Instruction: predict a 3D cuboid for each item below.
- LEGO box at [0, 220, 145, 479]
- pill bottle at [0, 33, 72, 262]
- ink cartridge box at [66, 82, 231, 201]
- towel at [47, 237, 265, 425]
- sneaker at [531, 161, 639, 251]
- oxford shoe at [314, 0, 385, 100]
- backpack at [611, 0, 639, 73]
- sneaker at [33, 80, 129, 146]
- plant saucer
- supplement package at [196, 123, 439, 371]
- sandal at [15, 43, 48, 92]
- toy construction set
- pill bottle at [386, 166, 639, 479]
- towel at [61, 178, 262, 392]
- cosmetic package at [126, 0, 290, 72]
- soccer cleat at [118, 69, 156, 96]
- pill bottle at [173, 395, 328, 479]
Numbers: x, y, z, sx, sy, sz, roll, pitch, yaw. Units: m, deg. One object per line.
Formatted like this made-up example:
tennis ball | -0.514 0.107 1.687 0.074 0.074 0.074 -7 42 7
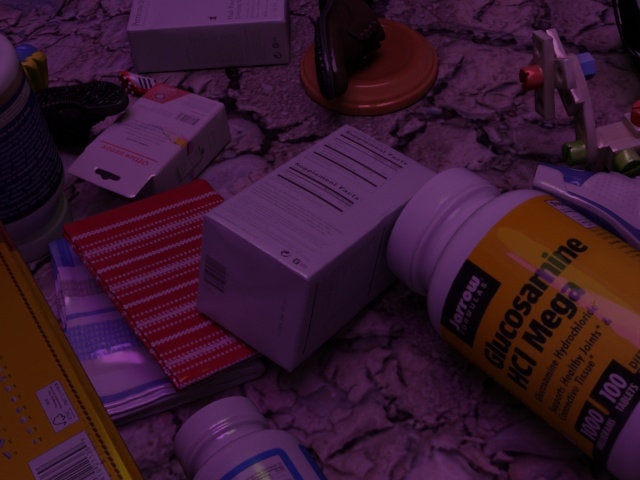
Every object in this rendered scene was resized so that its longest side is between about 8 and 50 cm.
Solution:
LEGO box | -0.183 0.275 0.663 0.193 0.372 0.500 -28 51 -17
pill bottle | -0.390 -0.102 1.086 0.153 0.264 0.153 -4 48 4
ink cartridge box | -0.220 -0.112 1.204 0.115 0.067 0.198 21 52 23
towel | -0.197 0.074 1.065 0.209 0.034 0.285 -16 49 -9
sneaker | 0.393 -0.024 1.037 0.316 0.127 0.182 20 50 14
oxford shoe | 0.040 -0.276 1.263 0.096 0.082 0.227 4 51 4
backpack | 0.459 -0.273 1.219 0.115 0.152 0.182 -22 60 21
sneaker | -0.323 -0.163 1.238 0.170 0.089 0.051 0 54 15
plant saucer | 0.068 -0.256 1.320 0.200 0.037 0.200 -3 49 4
supplement package | 0.000 0.000 0.998 0.134 0.139 0.244 32 44 22
sandal | -0.483 -0.163 1.228 0.138 0.126 0.317 27 53 9
toy construction set | 0.399 -0.163 1.083 0.328 0.215 0.151 -3 48 4
pill bottle | 0.230 0.067 0.919 0.188 0.188 0.334 -36 54 -23
towel | -0.146 0.039 1.049 0.199 0.031 0.275 -23 52 -30
cosmetic package | -0.161 -0.320 1.371 0.231 0.085 0.117 -3 48 2
soccer cleat | -0.257 -0.225 1.337 0.083 0.029 0.036 31 50 25
pill bottle | -0.044 0.250 0.834 0.124 0.124 0.221 -27 51 -16
